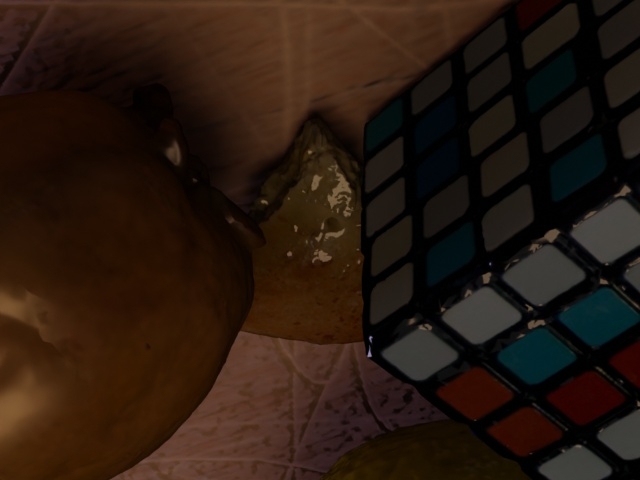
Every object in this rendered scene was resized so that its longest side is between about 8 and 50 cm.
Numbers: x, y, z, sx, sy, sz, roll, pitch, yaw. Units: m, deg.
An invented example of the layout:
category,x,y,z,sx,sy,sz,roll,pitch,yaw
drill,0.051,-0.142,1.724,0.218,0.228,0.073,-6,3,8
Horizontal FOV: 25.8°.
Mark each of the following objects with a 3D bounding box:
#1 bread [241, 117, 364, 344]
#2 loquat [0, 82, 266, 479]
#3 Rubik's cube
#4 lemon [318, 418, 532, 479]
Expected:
category,x,y,z,sx,sy,sz,roll,pitch,yaw
bread,-0.012,0.017,0.777,0.136,0.054,0.154,-23,122,22
loquat,-0.150,0.029,0.684,0.238,0.238,0.193,-28,102,22
Rubik's cube,0.142,-0.004,0.671,0.187,0.184,0.182,-36,121,29
lemon,0.092,0.232,0.813,0.268,0.268,0.321,12,125,-8
